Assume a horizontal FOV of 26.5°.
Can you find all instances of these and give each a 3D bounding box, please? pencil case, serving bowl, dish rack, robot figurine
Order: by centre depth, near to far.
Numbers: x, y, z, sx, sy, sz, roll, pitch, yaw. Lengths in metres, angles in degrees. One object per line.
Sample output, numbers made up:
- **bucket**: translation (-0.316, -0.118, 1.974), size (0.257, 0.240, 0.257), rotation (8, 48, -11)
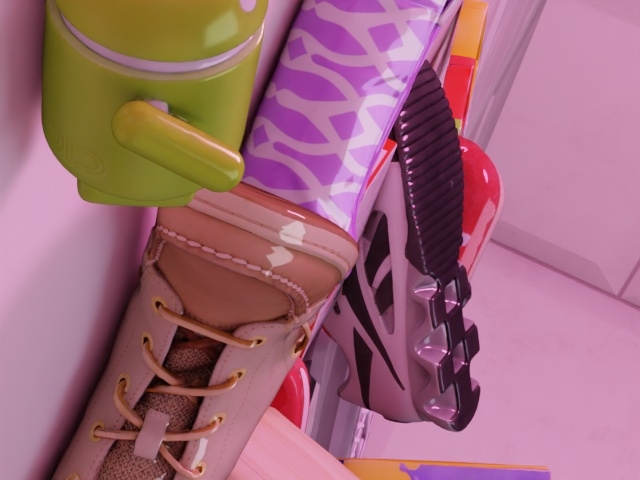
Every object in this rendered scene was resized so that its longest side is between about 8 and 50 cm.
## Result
- **robot figurine**: translation (-0.053, -0.059, 0.425), size (0.115, 0.067, 0.101), rotation (106, -16, -49)
- **pencil case**: translation (0.018, -0.088, 0.761), size (0.206, 0.088, 0.086), rotation (-65, 171, 11)
- **dish rack**: translation (0.033, 0.153, 1.543), size (0.285, 0.072, 0.332), rotation (-67, 170, -50)
- **serving bowl**: translation (-0.025, 0.174, 1.547), size (0.083, 0.027, 0.083), rotation (15, 90, -84)

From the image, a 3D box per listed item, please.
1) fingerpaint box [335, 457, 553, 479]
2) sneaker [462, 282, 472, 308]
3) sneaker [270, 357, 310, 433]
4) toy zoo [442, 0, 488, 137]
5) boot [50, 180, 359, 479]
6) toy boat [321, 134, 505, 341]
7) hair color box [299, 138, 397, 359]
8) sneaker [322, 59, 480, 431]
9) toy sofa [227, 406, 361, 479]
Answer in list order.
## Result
- **fingerpaint box**: translation (0.033, 0.395, 1.051), size (0.371, 0.163, 0.444), rotation (147, -53, -74)
- **sneaker**: translation (0.133, 0.020, 1.712), size (0.293, 0.146, 0.102), rotation (-67, 173, 21)
- **sneaker**: translation (-0.079, 0.184, 0.993), size (0.128, 0.087, 0.221), rotation (-44, 157, -74)
- **toy zoo**: translation (0.149, -0.134, 1.531), size (0.192, 0.030, 0.293), rotation (92, 11, -55)
- **boot**: translation (-0.071, 0.076, 0.648), size (0.203, 0.095, 0.262), rotation (-63, 180, -10)
- **toy boat**: translation (0.063, -0.003, 1.296), size (0.151, 0.151, 0.231), rotation (13, 103, -52)
- **hair color box**: translation (0.000, 0.000, 1.064), size (0.093, 0.053, 0.167), rotation (-57, 168, -57)
- **sneaker**: translation (0.046, 0.003, 1.163), size (0.122, 0.146, 0.330), rotation (-26, 115, -58)
- **toy sofa**: translation (-0.107, 0.289, 0.858), size (0.177, 0.150, 0.362), rotation (4, 115, -49)
